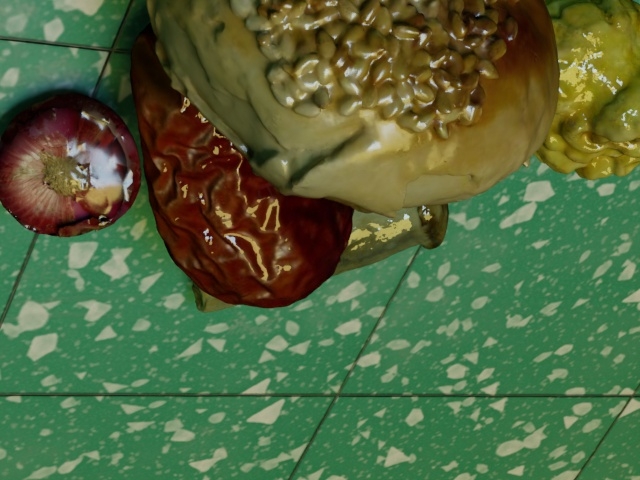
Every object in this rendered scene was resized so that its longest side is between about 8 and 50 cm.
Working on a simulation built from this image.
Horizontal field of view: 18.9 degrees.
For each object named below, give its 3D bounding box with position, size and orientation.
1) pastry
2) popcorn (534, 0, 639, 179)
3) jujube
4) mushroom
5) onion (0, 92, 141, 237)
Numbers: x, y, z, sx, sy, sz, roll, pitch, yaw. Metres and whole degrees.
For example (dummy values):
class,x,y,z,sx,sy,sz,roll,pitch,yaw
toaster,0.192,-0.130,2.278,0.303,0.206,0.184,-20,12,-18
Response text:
class,x,y,z,sx,sy,sz,roll,pitch,yaw
pastry,0.041,-0.215,1.745,0.409,0.410,0.245,-2,147,-28
popcorn,0.298,-0.164,2.099,0.200,0.203,0.226,-4,125,-35
jujube,-0.089,-0.084,1.960,0.216,0.216,0.342,-23,131,-6
mushroom,0.000,0.000,2.198,0.312,0.081,0.100,-16,136,-8
onion,-0.253,-0.078,1.962,0.150,0.140,0.150,0,98,1
